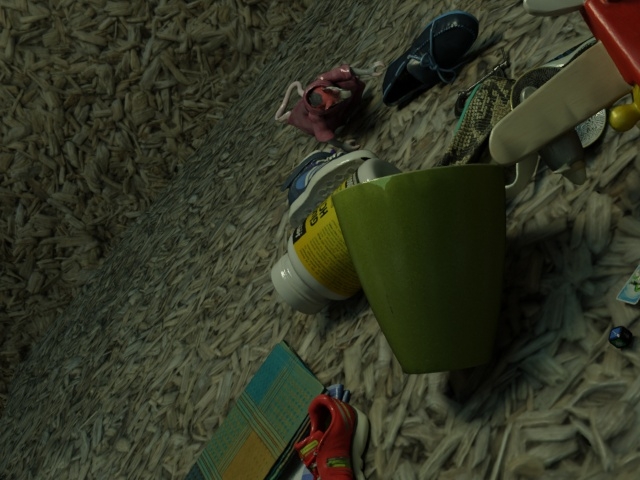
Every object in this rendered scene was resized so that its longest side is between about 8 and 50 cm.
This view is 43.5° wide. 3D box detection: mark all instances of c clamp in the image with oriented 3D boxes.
[{"bbox_3d":[0.358,-0.341,1.786,0.161,0.022,0.137,-38,34,28],"label":"c clamp"}]

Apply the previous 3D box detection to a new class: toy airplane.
[{"bbox_3d":[0.468,-0.251,1.158,0.386,0.272,0.384,9,72,28],"label":"toy airplane"}]

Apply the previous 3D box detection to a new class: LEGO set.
[{"bbox_3d":[0.480,0.051,1.038,0.244,0.060,0.182,-53,12,-3],"label":"LEGO set"}]

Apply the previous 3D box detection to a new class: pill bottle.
[{"bbox_3d":[0.054,0.002,1.659,0.334,0.188,0.187,-44,26,26],"label":"pill bottle"}]

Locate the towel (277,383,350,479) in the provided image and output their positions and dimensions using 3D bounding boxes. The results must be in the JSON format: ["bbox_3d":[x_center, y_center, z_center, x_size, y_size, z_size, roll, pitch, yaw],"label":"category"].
[{"bbox_3d":[-0.064,0.392,1.551,0.285,0.034,0.209,-26,37,45],"label":"towel"}]

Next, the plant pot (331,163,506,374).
[{"bbox_3d":[0.174,0.054,1.262,0.275,0.275,0.293,-16,80,54],"label":"plant pot"}]

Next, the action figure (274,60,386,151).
[{"bbox_3d":[0.013,-0.391,2.146,0.370,0.276,0.248,-32,-37,-82],"label":"action figure"}]

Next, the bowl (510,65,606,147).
[{"bbox_3d":[0.402,-0.213,1.407,0.080,0.170,0.170,108,-174,-66],"label":"bowl"}]

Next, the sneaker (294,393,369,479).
[{"bbox_3d":[0.005,0.379,1.337,0.107,0.118,0.279,-39,28,30],"label":"sneaker"}]

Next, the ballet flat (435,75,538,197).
[{"bbox_3d":[0.277,-0.097,1.470,0.182,0.164,0.482,21,73,42],"label":"ballet flat"}]

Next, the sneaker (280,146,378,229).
[{"bbox_3d":[0.031,-0.186,2.027,0.323,0.130,0.236,-40,31,39],"label":"sneaker"}]

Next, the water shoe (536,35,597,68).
[{"bbox_3d":[0.475,-0.323,1.515,0.203,0.073,0.080,-25,10,48],"label":"water shoe"}]

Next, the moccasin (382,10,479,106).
[{"bbox_3d":[0.268,-0.423,1.956,0.342,0.138,0.116,-40,28,59],"label":"moccasin"}]

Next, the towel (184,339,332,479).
[{"bbox_3d":[-0.129,0.394,1.578,0.370,0.040,0.271,-56,27,1],"label":"towel"}]
